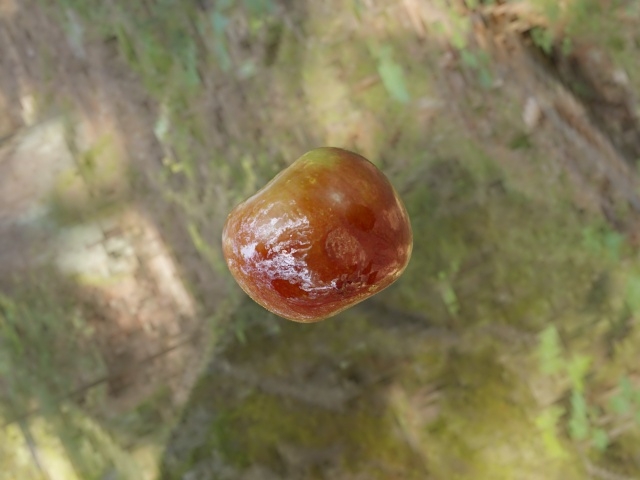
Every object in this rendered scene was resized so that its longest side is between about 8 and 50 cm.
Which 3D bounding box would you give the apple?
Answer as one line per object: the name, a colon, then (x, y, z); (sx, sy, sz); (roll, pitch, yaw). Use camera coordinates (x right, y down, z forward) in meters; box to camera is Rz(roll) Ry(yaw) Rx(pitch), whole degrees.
apple: (0.000, 0.000, 1.436); (0.139, 0.163, 0.163); (52, 179, -5)
